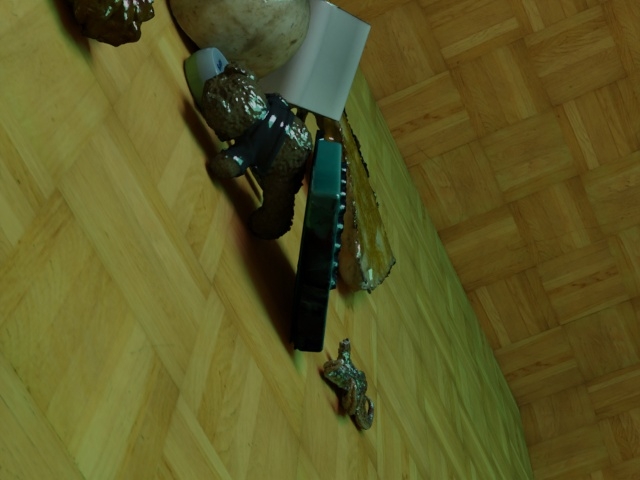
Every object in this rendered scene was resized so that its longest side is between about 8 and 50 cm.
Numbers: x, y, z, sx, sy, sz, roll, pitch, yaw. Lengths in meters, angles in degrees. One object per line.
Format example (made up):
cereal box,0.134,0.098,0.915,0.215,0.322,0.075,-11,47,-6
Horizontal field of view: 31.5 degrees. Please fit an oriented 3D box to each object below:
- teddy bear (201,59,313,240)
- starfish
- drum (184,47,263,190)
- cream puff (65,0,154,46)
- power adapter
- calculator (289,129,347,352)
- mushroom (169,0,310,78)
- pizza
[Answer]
teddy bear,-0.076,-0.137,1.627,0.251,0.129,0.182,59,29,-31
starfish,0.045,0.229,1.787,0.210,0.053,0.150,1,80,-81
drum,-0.128,-0.169,1.702,0.130,0.049,0.253,-68,134,-74
cream puff,-0.248,-0.279,1.302,0.116,0.094,0.122,58,38,-24
power adapter,-0.027,-0.296,2.017,0.187,0.124,0.255,12,97,-58
calculator,0.000,0.000,1.652,0.248,0.058,0.274,-88,-175,-66
mushroom,-0.115,-0.372,1.798,0.254,0.189,0.195,44,29,-69
pizza,0.068,-0.065,2.247,0.392,0.080,0.434,49,31,-66
